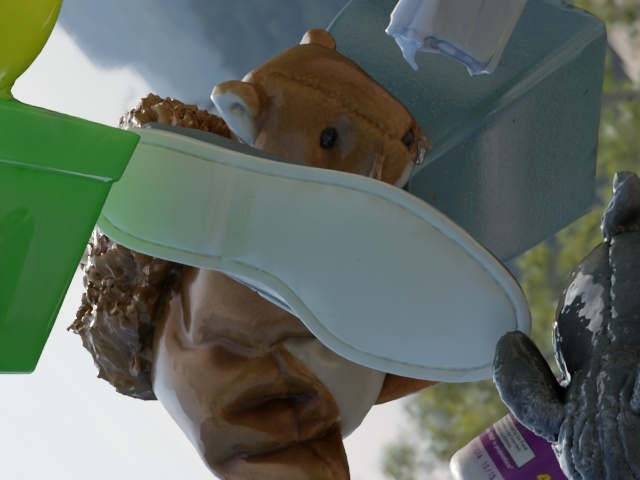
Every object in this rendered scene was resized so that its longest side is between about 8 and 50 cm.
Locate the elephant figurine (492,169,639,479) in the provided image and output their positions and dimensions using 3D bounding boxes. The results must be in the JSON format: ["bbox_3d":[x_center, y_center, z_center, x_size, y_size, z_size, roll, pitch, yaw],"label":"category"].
[{"bbox_3d":[0.189,0.099,1.136,0.186,0.169,0.239,34,-154,10],"label":"elephant figurine"}]

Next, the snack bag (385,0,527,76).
[{"bbox_3d":[0.133,-0.249,1.049,0.037,0.342,0.323,26,-173,10],"label":"snack bag"}]

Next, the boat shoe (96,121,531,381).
[{"bbox_3d":[0.000,0.000,1.266,0.319,0.116,0.099,21,-169,16],"label":"boat shoe"}]

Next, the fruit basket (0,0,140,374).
[{"bbox_3d":[-0.280,-0.109,1.102,0.283,0.392,0.392,7,155,31],"label":"fruit basket"}]

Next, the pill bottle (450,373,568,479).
[{"bbox_3d":[0.283,0.182,1.737,0.169,0.301,0.169,53,-176,-5],"label":"pill bottle"}]

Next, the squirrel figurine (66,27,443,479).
[{"bbox_3d":[-0.069,-0.009,1.735,0.397,0.281,0.370,17,123,28],"label":"squirrel figurine"}]

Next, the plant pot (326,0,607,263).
[{"bbox_3d":[0.106,-0.106,1.887,0.247,0.252,0.247,29,139,31],"label":"plant pot"}]
